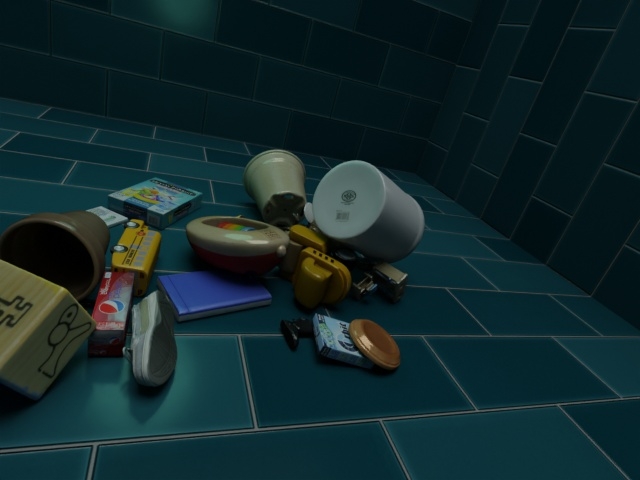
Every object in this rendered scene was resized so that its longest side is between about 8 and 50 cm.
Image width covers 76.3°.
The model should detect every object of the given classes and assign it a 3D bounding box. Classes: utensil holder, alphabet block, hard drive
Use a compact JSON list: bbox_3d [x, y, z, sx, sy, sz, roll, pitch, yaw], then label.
[{"bbox_3d":[0.195,-0.105,1.616,0.327,0.328,0.385,35,5,35],"label":"utensil holder"},{"bbox_3d":[-0.647,0.191,0.868,0.193,0.192,0.197,21,55,8],"label":"alphabet block"},{"bbox_3d":[-0.352,0.168,1.364,0.318,0.040,0.210,-5,32,-39],"label":"hard drive"}]

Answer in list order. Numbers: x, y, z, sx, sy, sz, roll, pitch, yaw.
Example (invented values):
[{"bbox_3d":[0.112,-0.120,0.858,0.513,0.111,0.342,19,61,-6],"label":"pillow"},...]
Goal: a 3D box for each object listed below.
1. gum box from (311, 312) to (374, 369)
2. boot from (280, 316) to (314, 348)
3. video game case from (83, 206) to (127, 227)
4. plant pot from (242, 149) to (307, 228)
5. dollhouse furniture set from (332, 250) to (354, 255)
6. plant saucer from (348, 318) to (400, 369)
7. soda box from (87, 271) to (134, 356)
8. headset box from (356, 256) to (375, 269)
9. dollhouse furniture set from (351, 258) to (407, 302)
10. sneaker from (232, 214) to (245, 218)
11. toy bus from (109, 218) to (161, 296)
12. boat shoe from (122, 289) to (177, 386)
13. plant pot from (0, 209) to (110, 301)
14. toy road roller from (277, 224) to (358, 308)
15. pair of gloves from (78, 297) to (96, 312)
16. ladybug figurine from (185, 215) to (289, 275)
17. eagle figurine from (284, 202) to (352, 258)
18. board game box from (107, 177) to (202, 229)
[{"bbox_3d":[0.070,0.313,1.274,0.184,0.041,0.157,21,22,-18],"label":"gum box"},{"bbox_3d":[-0.065,0.290,1.283,0.099,0.045,0.121,8,27,-31],"label":"boot"},{"bbox_3d":[-0.876,-0.086,1.607,0.143,0.019,0.157,22,25,14],"label":"video game case"},{"bbox_3d":[-0.204,-0.231,2.025,0.333,0.334,0.305,6,37,-22],"label":"plant pot"},{"bbox_3d":[0.077,-0.015,1.920,0.144,0.123,0.151,4,27,-26],"label":"dollhouse furniture set"},{"bbox_3d":[0.178,0.320,1.292,0.200,0.037,0.200,34,17,-12],"label":"plant saucer"},{"bbox_3d":[-0.566,0.193,1.113,0.083,0.092,0.263,5,26,-21],"label":"soda box"},{"bbox_3d":[0.200,0.105,1.851,0.083,0.032,0.062,5,26,-22],"label":"headset box"},{"bbox_3d":[0.231,0.195,1.607,0.129,0.129,0.183,33,53,31],"label":"dollhouse furniture set"},{"bbox_3d":[-0.404,-0.036,1.742,0.092,0.088,0.225,-4,21,22],"label":"sneaker"},{"bbox_3d":[-0.622,0.047,1.372,0.130,0.108,0.333,9,25,-16],"label":"toy bus"},{"bbox_3d":[-0.447,0.255,1.056,0.103,0.118,0.320,-27,37,-3],"label":"boat shoe"},{"bbox_3d":[-0.731,0.021,1.182,0.263,0.263,0.229,12,21,-9],"label":"plant pot"},{"bbox_3d":[-0.041,0.108,1.488,0.329,0.203,0.240,27,27,18],"label":"toy road roller"},{"bbox_3d":[-0.684,0.187,1.155,0.074,0.010,0.083,13,23,-1],"label":"pair of gloves"},{"bbox_3d":[-0.302,0.018,1.478,0.449,0.162,0.305,14,16,38],"label":"ladybug figurine"},{"bbox_3d":[-0.001,0.005,1.735,0.298,0.226,0.225,28,-14,11],"label":"eagle figurine"},{"bbox_3d":[-0.725,-0.175,1.818,0.253,0.079,0.336,19,25,5],"label":"board game box"}]
